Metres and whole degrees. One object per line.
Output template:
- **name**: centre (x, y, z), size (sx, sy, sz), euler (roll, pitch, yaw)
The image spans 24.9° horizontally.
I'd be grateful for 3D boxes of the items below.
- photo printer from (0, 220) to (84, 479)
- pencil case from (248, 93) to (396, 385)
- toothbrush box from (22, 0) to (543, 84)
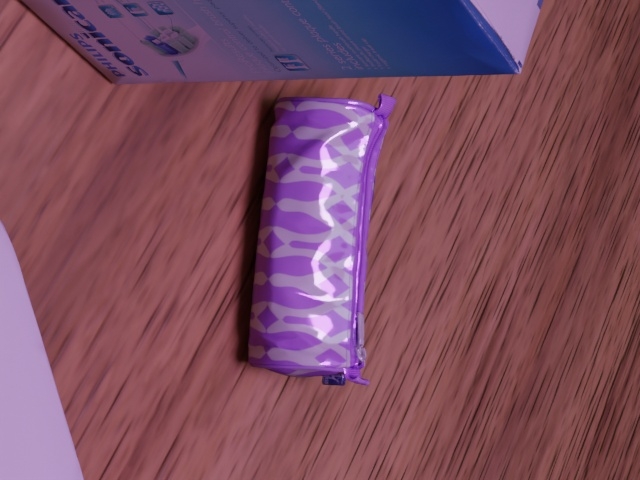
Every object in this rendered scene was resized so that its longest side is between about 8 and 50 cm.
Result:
- **photo printer**: centre (-0.213, 0.121, 0.570), size (0.256, 0.107, 0.307), euler (-15, 88, -41)
- **pencil case**: centre (0.000, 0.000, 1.014), size (0.086, 0.088, 0.206), euler (7, 86, -55)
- **toothbrush box**: centre (-0.012, -0.209, 0.814), size (0.126, 0.296, 0.216), euler (43, 58, -46)
